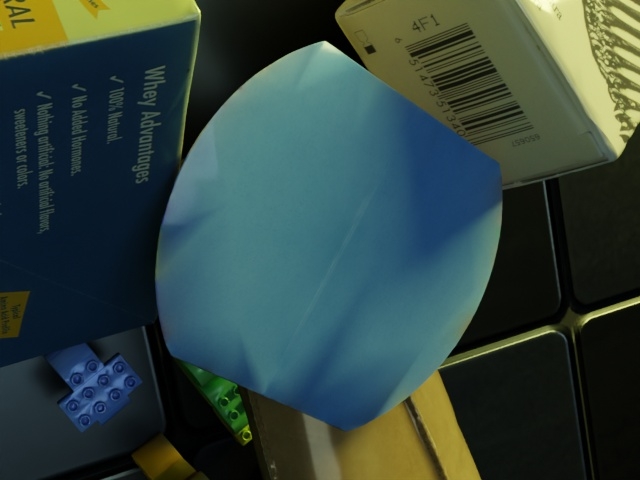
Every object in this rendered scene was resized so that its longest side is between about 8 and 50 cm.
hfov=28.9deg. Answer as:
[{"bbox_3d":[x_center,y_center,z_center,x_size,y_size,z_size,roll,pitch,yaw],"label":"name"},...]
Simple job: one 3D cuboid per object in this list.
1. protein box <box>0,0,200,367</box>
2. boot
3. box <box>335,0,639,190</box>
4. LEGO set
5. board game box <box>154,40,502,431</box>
[{"bbox_3d":[-0.170,-0.044,0.463,0.201,0.200,0.136,-16,61,-21],"label":"protein box"},{"bbox_3d":[0.040,0.057,0.619,0.236,0.089,0.270,-29,104,-36],"label":"boot"},{"bbox_3d":[0.130,-0.149,0.601,0.113,0.094,0.275,53,52,-21],"label":"box"},{"bbox_3d":[-0.059,0.094,0.609,0.087,0.093,0.227,-40,111,-14],"label":"LEGO set"},{"bbox_3d":[0.000,0.000,0.513,0.168,0.033,0.133,29,89,-38],"label":"board game box"}]
